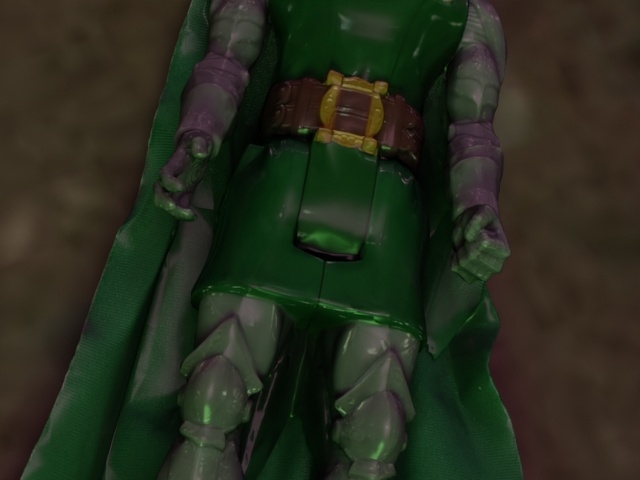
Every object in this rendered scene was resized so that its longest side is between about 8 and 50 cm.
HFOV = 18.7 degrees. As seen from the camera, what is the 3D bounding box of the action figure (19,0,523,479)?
[{"bbox_3d":[0.000,0.000,0.457,0.137,0.063,0.232,12,64,-8],"label":"action figure"}]
